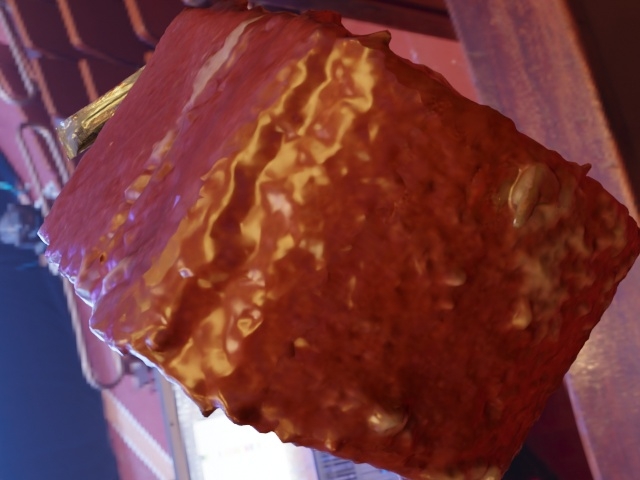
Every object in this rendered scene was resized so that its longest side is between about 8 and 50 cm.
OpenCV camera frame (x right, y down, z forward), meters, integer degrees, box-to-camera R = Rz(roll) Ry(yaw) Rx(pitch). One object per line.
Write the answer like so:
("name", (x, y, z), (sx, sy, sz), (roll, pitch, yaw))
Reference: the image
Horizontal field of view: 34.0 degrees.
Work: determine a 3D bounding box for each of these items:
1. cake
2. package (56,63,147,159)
("cake", (0.000, 0.000, 0.448), (0.150, 0.177, 0.283), (-57, 26, -4))
("package", (-0.137, -0.098, 0.734), (0.110, 0.015, 0.037), (-34, 54, 0))
